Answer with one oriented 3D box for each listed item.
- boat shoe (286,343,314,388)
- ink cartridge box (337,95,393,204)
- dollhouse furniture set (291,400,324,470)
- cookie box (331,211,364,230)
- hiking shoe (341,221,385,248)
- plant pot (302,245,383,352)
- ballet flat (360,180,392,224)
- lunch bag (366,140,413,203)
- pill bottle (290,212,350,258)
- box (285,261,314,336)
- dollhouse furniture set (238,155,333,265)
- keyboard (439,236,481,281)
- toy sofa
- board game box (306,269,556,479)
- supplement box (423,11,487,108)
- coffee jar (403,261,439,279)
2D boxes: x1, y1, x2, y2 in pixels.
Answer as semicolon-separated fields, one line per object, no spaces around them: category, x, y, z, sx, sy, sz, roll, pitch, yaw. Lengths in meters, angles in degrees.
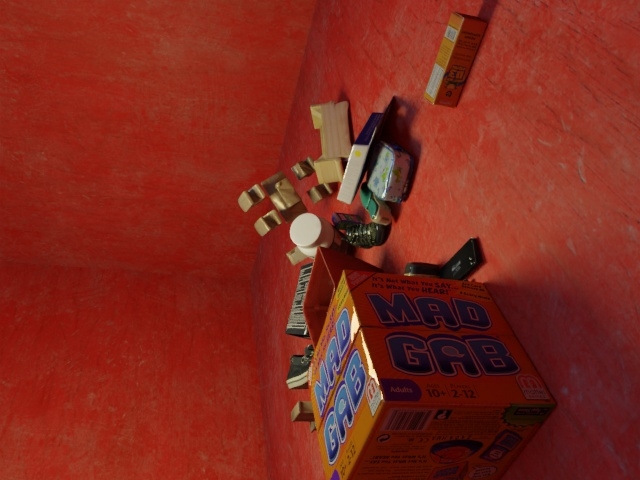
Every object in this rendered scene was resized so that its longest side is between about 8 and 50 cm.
boat shoe;0.011;0.457;2.036;0.500;0.186;0.156;-38;49;56
ink cartridge box;0.155;-0.328;1.900;0.303;0.072;0.307;-62;-11;-53
dollhouse furniture set;-0.011;0.818;2.086;0.303;0.173;0.356;115;155;-50
cookie box;0.106;-0.072;2.108;0.092;0.107;0.040;-116;36;-61
hiking shoe;0.152;-0.018;1.918;0.227;0.114;0.086;136;136;-66
plant pot;0.099;0.203;1.807;0.267;0.235;0.267;-112;32;-59
ballet flat;0.196;-0.128;1.873;0.248;0.086;0.086;-101;23;-57
lunch bag;0.227;-0.232;1.780;0.219;0.090;0.176;-119;37;-64
pill bottle;0.000;0.000;2.122;0.278;0.162;0.162;38;-132;-60
box;0.010;0.245;2.125;0.296;0.182;0.294;156;128;-70
dollhouse furniture set;-0.127;-0.113;2.468;0.394;0.362;0.256;57;158;0
keyboard;0.353;0.081;1.368;0.180;0.023;0.108;118;159;-54
toy sofa;0.058;-0.437;2.388;0.150;0.177;0.363;75;-172;-58
board game box;0.203;0.324;1.194;0.356;0.356;0.356;-106;28;-52
supplement box;0.357;-0.478;1.447;0.080;0.078;0.233;-111;30;-51
coffee jar;0.274;0.152;1.477;0.079;0.096;0.184;156;119;-77
